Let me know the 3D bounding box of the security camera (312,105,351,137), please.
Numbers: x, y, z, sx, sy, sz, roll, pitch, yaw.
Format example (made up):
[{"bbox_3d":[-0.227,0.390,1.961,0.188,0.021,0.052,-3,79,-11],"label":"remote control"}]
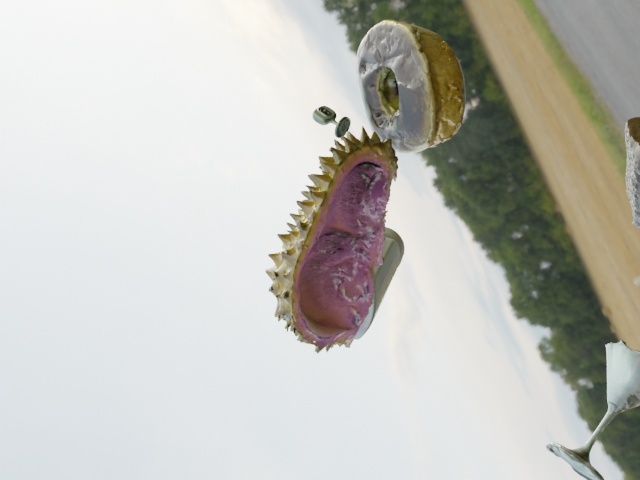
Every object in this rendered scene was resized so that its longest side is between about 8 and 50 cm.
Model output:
[{"bbox_3d":[0.022,-0.285,1.860,0.092,0.058,0.058,35,-178,25],"label":"security camera"}]

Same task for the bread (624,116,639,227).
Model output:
[{"bbox_3d":[0.655,-0.123,1.123,0.165,0.417,0.113,63,-155,-46],"label":"bread"}]

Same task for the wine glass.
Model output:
[{"bbox_3d":[0.409,0.247,1.129,0.122,0.183,0.122,40,170,9],"label":"wine glass"}]

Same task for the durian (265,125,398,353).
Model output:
[{"bbox_3d":[0.001,-0.001,1.139,0.191,0.341,0.112,-1,-162,-40],"label":"durian"}]

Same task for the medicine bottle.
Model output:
[{"bbox_3d":[0.101,0.076,1.716,0.296,0.111,0.161,-54,-18,-57],"label":"medicine bottle"}]

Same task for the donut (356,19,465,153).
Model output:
[{"bbox_3d":[0.209,-0.344,1.798,0.330,0.160,0.330,171,90,-66],"label":"donut"}]
